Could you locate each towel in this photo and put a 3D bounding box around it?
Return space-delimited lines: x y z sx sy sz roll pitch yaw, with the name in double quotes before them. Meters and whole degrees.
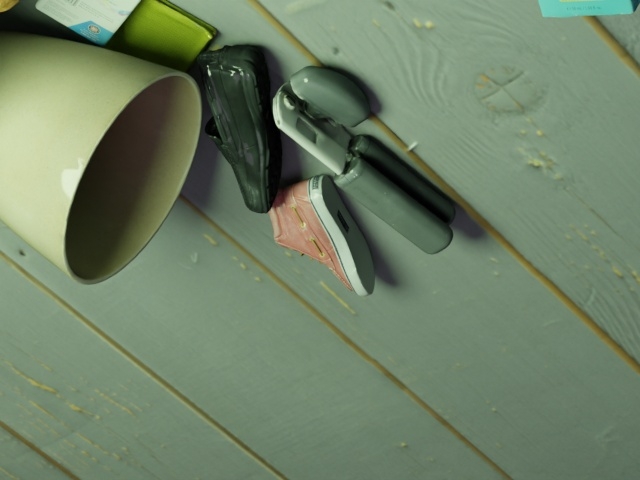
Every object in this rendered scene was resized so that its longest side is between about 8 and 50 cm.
"towel" -0.218 -0.186 2.089 0.102 0.021 0.237 27 132 -17

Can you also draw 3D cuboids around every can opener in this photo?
"can opener" 0.063 -0.095 2.088 0.283 0.076 0.095 36 130 -25

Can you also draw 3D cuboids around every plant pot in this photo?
"plant pot" -0.314 -0.127 2.021 0.274 0.256 0.256 28 138 19

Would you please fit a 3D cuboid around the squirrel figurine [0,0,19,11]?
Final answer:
"squirrel figurine" -0.417 -0.368 1.682 0.370 0.281 0.397 -39 104 -6

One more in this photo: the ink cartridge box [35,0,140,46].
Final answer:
"ink cartridge box" -0.240 -0.283 1.975 0.088 0.052 0.122 31 133 -19

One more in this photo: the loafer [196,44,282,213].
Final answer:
"loafer" -0.092 -0.128 2.089 0.078 0.076 0.223 3 130 15

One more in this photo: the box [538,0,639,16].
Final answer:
"box" 0.237 -0.330 1.728 0.100 0.060 0.244 2 131 31

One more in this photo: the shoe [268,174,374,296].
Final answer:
"shoe" 0.000 0.000 2.205 0.081 0.063 0.178 -12 125 23
